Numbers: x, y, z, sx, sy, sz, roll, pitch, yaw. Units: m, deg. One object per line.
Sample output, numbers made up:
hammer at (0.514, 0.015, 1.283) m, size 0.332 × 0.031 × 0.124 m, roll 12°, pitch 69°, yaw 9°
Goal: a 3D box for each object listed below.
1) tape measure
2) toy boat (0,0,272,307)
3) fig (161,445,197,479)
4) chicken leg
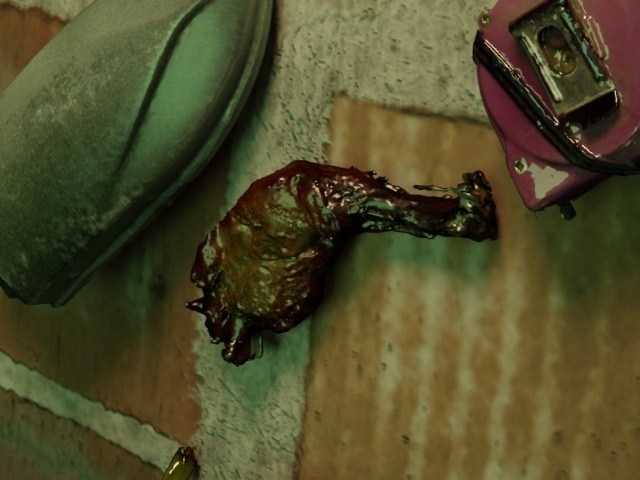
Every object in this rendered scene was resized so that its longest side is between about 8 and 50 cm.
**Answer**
tape measure at (0.140, -0.084, 0.677) m, size 0.118 × 0.074 × 0.125 m, roll -33°, pitch 80°, yaw 39°
toy boat at (-0.139, -0.084, 0.909) m, size 0.319 × 0.092 × 0.141 m, roll -40°, pitch 73°, yaw 31°
fig at (-0.066, 0.227, 0.876) m, size 0.186 × 0.142 × 0.148 m, roll 15°, pitch 83°, yaw 24°
chicken leg at (0.000, 0.000, 0.832) m, size 0.253 × 0.051 × 0.106 m, roll -27°, pitch 88°, yaw 40°
